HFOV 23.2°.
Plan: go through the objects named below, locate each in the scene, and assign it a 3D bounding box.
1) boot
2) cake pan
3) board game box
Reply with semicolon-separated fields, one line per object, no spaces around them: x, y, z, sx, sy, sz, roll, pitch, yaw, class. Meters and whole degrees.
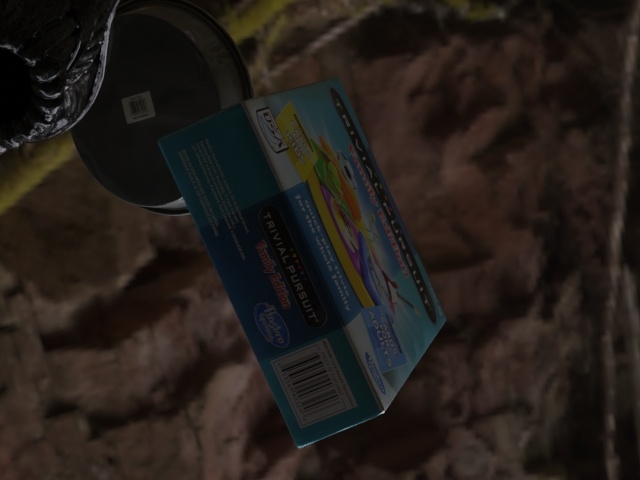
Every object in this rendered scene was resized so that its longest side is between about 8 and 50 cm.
-0.274;-0.145;1.391;0.131;0.348;0.260;24;-131;-5;boot
-0.220;-0.173;2.043;0.293;0.293;0.054;3;-168;31;cake pan
0.000;0.000;1.306;0.079;0.254;0.336;-23;-176;15;board game box
